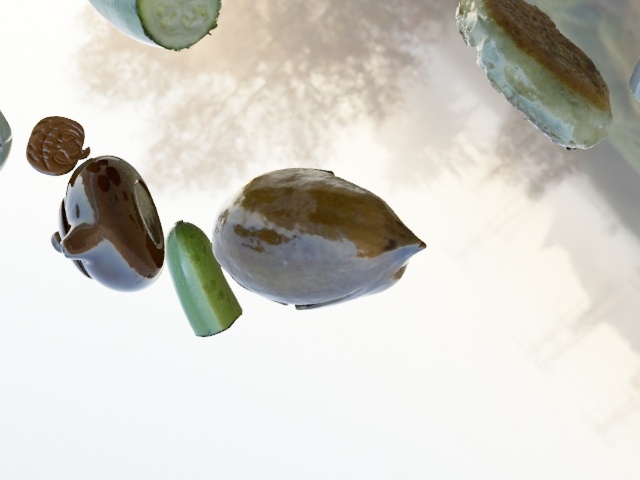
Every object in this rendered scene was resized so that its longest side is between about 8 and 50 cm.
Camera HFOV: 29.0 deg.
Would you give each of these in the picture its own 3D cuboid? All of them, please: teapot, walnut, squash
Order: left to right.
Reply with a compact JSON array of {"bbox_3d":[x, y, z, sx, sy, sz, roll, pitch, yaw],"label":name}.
[{"bbox_3d":[-0.275,-0.020,1.579,0.252,0.135,0.178,-83,-22,-80],"label":"teapot"},{"bbox_3d":[-0.321,-0.464,2.300,0.189,0.189,0.260,41,171,-38],"label":"squash"},{"bbox_3d":[-0.199,0.056,1.984,0.095,0.095,0.188,-106,-7,-68],"label":"squash"},{"bbox_3d":[0.000,0.000,1.775,0.336,0.209,0.209,5,164,31],"label":"walnut"}]

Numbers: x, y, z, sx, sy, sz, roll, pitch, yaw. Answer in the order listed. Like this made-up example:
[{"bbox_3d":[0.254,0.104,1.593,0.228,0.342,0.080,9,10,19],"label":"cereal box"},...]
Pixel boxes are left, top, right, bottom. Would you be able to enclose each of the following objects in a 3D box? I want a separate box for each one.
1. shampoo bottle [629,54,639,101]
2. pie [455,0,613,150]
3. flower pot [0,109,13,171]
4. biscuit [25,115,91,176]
[{"bbox_3d":[0.515,-0.276,1.695,0.127,0.078,0.257,35,150,4],"label":"shampoo bottle"},{"bbox_3d":[0.350,-0.282,1.963,0.315,0.092,0.315,32,-148,-23],"label":"pie"},{"bbox_3d":[-0.625,-0.180,2.023,0.246,0.195,0.246,47,163,19],"label":"flower pot"},{"bbox_3d":[-0.326,-0.119,1.550,0.078,0.015,0.091,12,-124,-8],"label":"biscuit"}]
